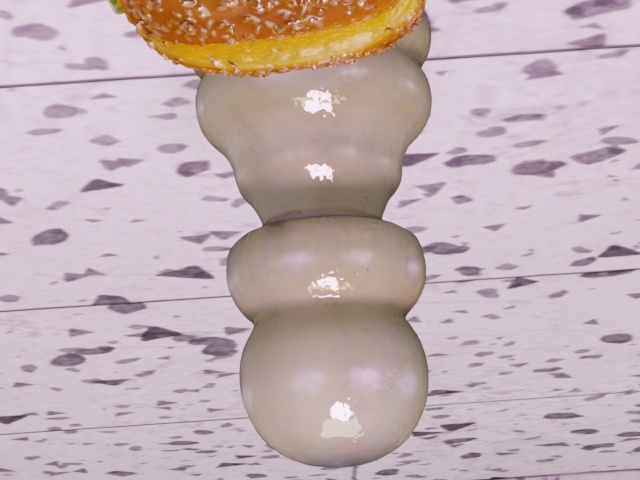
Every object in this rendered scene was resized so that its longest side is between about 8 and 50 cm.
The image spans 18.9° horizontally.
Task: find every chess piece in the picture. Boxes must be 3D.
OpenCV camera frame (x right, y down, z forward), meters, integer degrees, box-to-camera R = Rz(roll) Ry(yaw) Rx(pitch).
[{"bbox_3d":[0.000,0.000,1.066,0.144,0.251,0.144,-3,163,-1],"label":"chess piece"}]

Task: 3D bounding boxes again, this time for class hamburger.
[{"bbox_3d":[-0.026,-0.129,0.919,0.166,0.087,0.137,-6,162,8],"label":"hamburger"}]
